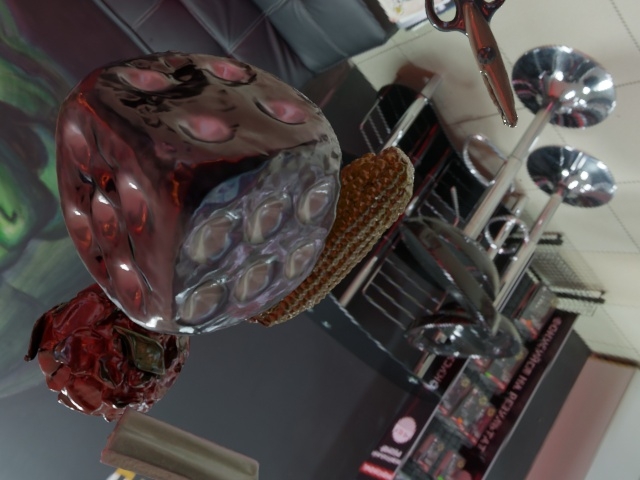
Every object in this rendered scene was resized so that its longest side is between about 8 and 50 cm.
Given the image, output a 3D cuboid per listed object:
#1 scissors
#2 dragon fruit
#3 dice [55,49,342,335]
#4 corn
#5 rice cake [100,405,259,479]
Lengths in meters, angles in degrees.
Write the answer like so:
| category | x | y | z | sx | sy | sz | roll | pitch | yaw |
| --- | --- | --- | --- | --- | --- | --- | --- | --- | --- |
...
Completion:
| category | x | y | z | sx | sy | sz | roll | pitch | yaw |
| --- | --- | --- | --- | --- | --- | --- | --- | --- | --- |
| scissors | 0.283 | -0.329 | 0.970 | 0.289 | 0.138 | 0.041 | 65 | -161 | -10 |
| dragon fruit | -0.325 | 0.150 | 0.873 | 0.293 | 0.234 | 0.234 | 20 | 156 | 45 |
| dice | -0.102 | -0.044 | 0.480 | 0.183 | 0.182 | 0.181 | 40 | 133 | 27 |
| corn | 0.000 | 0.000 | 0.620 | 0.097 | 0.262 | 0.097 | 40 | -162 | -16 |
| rice cake | -0.178 | 0.293 | 0.752 | 0.221 | 0.042 | 0.080 | 30 | -151 | -19 |
